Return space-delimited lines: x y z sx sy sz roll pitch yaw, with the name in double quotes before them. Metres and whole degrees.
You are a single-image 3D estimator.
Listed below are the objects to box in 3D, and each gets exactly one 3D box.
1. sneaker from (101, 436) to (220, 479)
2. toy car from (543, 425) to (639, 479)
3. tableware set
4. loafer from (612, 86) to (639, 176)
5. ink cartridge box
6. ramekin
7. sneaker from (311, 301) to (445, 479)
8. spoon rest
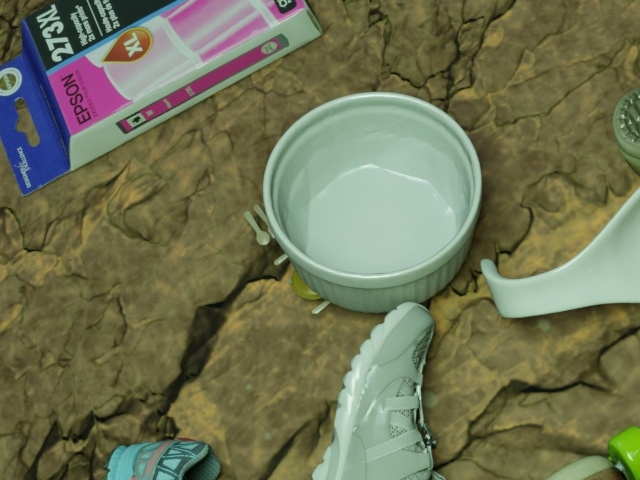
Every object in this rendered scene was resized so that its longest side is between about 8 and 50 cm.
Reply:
"sneaker" -0.128 0.297 1.757 0.125 0.104 0.262 -15 62 10
"toy car" 0.250 0.283 1.622 0.155 0.149 0.188 -30 71 -8
"tableware set" 0.000 0.000 1.901 0.104 0.024 0.154 -35 58 -3
"loafer" 0.400 -0.113 1.780 0.268 0.092 0.102 -6 64 -2
"ink cartridge box" -0.195 -0.209 2.046 0.371 0.069 0.176 -29 60 7
"ramekin" 0.053 -0.029 1.827 0.207 0.109 0.207 -3 61 5
"sneaker" 0.064 0.191 1.750 0.115 0.105 0.281 17 67 7
"spoon rest" 0.283 0.013 1.749 0.276 0.137 0.084 -20 17 14
